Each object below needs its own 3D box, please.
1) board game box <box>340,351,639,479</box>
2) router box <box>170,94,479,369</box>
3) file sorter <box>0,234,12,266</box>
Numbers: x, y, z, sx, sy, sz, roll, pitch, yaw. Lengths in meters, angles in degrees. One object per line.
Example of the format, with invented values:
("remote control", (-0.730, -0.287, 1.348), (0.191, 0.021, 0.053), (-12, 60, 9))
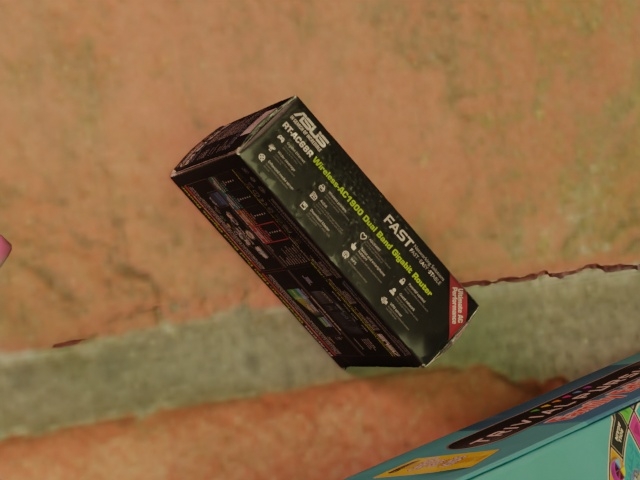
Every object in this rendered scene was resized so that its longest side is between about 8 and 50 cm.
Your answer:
("board game box", (0.148, 0.185, 0.703), (0.336, 0.079, 0.254), (-16, 92, -43))
("router box", (0.000, 0.000, 0.705), (0.038, 0.092, 0.122), (-45, 103, -20))
("file sorter", (-0.273, -0.023, 0.537), (0.290, 0.202, 0.182), (44, 70, -13))
